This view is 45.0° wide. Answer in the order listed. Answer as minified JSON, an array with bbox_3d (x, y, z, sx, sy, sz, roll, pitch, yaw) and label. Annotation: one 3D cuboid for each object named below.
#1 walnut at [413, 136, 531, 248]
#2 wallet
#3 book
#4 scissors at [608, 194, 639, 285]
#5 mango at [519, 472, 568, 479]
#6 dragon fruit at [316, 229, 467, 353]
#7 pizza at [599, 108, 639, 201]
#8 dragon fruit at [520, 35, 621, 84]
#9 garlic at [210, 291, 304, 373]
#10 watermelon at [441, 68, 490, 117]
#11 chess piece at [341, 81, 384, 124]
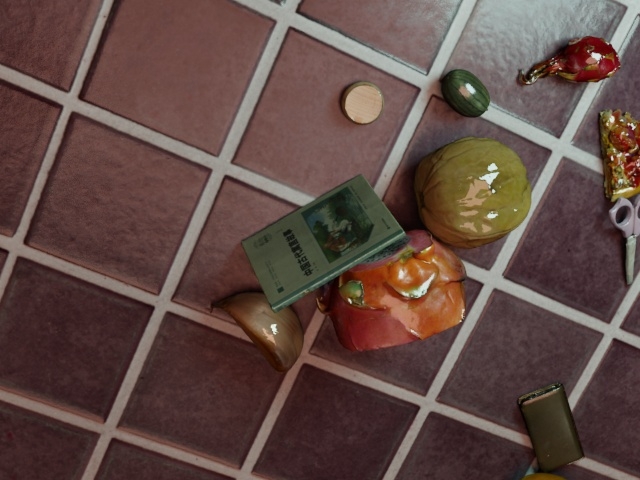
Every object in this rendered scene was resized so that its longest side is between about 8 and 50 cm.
[{"bbox_3d":[0.293,-0.091,1.487,0.228,0.228,0.227,-2,106,-6],"label":"walnut"},{"bbox_3d":[0.521,0.424,1.743,0.110,0.031,0.198,-22,107,0],"label":"wallet"},{"bbox_3d":[0.000,0.000,1.477,0.283,0.215,0.025,-31,132,0],"label":"book"},{"bbox_3d":[0.655,0.000,1.635,0.110,0.021,0.212,-13,117,-11],"label":"scissors"},{"bbox_3d":[0.545,0.615,1.756,0.253,0.113,0.138,41,107,-18],"label":"mango"},{"bbox_3d":[0.133,0.084,1.477,0.291,0.290,0.189,-22,101,-1],"label":"dragon fruit"},{"bbox_3d":[0.631,-0.183,1.575,0.193,0.053,0.201,37,99,-15],"label":"pizza"},{"bbox_3d":[0.484,-0.345,1.499,0.191,0.094,0.094,-7,107,7],"label":"dragon fruit"},{"bbox_3d":[-0.106,0.167,1.564,0.207,0.128,0.115,45,73,-9],"label":"garlic"},{"bbox_3d":[0.281,-0.281,1.493,0.111,0.078,0.078,41,97,-17],"label":"watermelon"},{"bbox_3d":[0.082,-0.265,1.495,0.084,0.038,0.083,-3,107,-8],"label":"chess piece"}]
